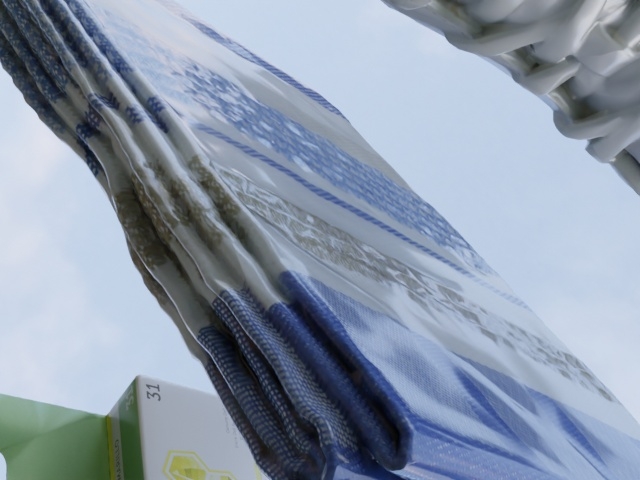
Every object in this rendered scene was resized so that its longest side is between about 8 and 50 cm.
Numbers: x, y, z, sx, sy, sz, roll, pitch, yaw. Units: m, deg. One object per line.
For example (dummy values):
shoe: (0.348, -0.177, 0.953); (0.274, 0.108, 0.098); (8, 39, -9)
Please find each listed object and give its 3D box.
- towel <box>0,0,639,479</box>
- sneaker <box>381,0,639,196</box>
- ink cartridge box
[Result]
towel: (0.000, 0.000, 0.454); (0.034, 0.209, 0.285); (-51, -133, 12)
sneaker: (0.082, -0.079, 0.373); (0.114, 0.305, 0.152); (-31, -112, 44)
ink cartridge box: (-0.120, 0.163, 0.955); (0.056, 0.235, 0.171); (-50, -145, 33)
